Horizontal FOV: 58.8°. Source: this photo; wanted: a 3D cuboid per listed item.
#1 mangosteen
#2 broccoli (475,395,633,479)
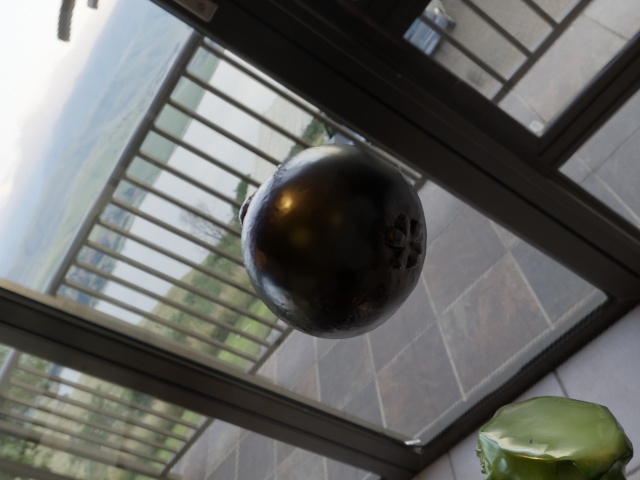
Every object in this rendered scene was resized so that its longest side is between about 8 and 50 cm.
[{"bbox_3d":[0.007,-0.010,0.867,0.313,0.297,0.296,35,97,31],"label":"mangosteen"},{"bbox_3d":[0.208,0.262,0.374,0.298,0.298,0.297,-3,106,64],"label":"broccoli"}]
